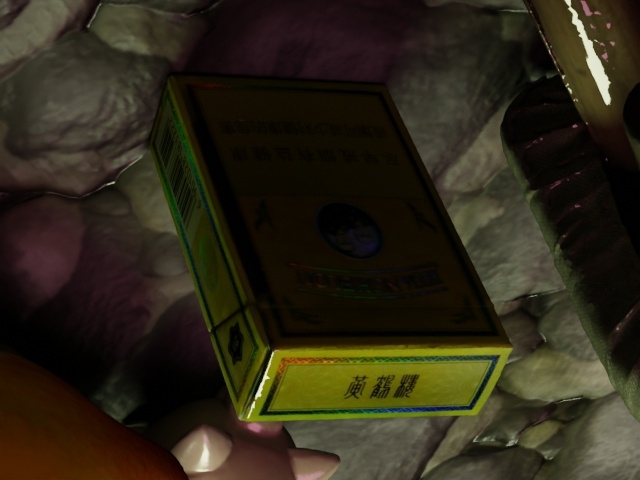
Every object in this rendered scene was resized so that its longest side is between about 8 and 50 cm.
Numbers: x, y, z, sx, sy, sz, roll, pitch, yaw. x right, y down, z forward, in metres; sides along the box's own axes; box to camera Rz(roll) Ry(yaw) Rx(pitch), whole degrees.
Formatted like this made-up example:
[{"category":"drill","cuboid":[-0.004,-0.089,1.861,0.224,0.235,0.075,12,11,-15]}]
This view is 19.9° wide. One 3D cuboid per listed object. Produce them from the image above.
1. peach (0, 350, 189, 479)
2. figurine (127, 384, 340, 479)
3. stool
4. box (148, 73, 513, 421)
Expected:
[{"category":"peach","cuboid":[-0.241,0.198,1.099,0.308,0.289,0.289,-34,159,-50]},{"category":"figurine","cuboid":[-0.070,0.159,1.237,0.125,0.125,0.138,14,145,-33]},{"category":"stool","cuboid":[0.261,-0.089,0.956,0.310,0.310,0.226,-18,135,-4]},{"category":"box","cuboid":[0.000,0.000,1.005,0.141,0.220,0.064,2,134,-23]}]
